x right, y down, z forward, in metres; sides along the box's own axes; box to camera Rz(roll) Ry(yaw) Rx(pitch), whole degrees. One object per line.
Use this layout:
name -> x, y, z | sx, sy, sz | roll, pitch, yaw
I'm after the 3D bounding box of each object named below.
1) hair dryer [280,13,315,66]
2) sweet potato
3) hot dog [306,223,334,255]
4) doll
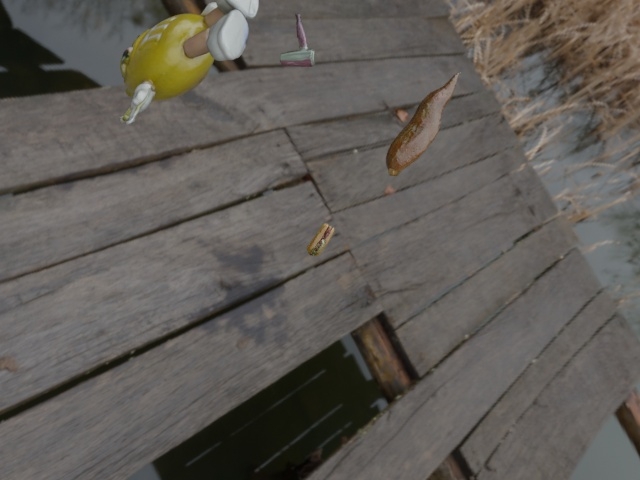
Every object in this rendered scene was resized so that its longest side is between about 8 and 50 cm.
hair dryer -> -0.068, -0.610, 1.933 | 0.054, 0.106, 0.154 | -60, 153, -77
sweet potato -> 0.164, -0.185, 1.002 | 0.056, 0.195, 0.056 | 31, 7, -4
hot dog -> 0.000, 0.000, 1.426 | 0.037, 0.083, 0.021 | 30, 2, -15
doll -> -0.300, -0.402, 1.376 | 0.161, 0.423, 0.348 | 46, 19, -29
